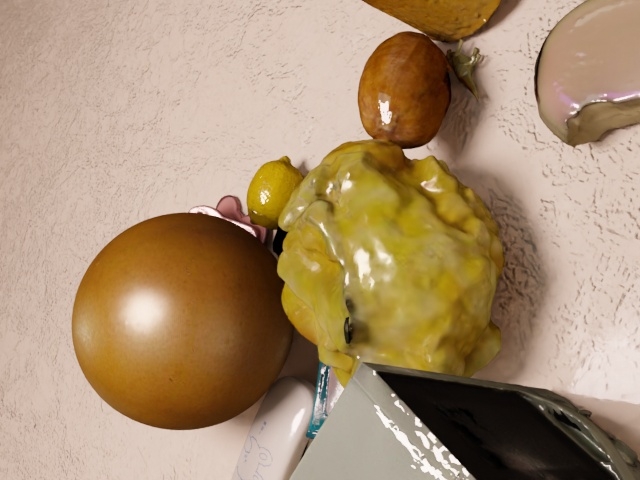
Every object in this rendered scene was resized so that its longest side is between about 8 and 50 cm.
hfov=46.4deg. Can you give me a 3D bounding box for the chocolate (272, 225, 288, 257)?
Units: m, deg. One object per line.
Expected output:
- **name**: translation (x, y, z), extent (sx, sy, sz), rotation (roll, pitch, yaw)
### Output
- **chocolate**: translation (0.000, 0.000, 0.985), extent (0.125, 0.080, 0.149), rotation (-41, 39, 42)

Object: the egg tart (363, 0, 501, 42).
- **egg tart**: translation (0.130, -0.357, 0.897), extent (0.215, 0.170, 0.215), rotation (-7, 81, 57)

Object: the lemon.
- **lemon**: translation (-0.063, -0.069, 1.073), extent (0.082, 0.082, 0.111), rotation (18, 85, 47)

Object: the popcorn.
- **popcorn**: translation (0.072, 0.034, 0.812), extent (0.252, 0.215, 0.286), rotation (-40, 56, 23)

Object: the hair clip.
- **hair clip**: translation (-0.134, -0.008, 1.166), extent (0.138, 0.102, 0.123), rotation (14, 90, 15)

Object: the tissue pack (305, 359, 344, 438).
- **tissue pack**: translation (0.033, 0.182, 0.924), extent (0.085, 0.028, 0.138), rotation (6, 78, 18)

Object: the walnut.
- **walnut**: translation (0.104, -0.185, 0.897), extent (0.115, 0.116, 0.207), rotation (-32, 26, 35)

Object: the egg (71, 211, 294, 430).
- **egg**: translation (-0.183, 0.108, 0.992), extent (0.351, 0.282, 0.283), rotation (-33, 54, 58)

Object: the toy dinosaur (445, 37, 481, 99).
- **toy dinosaur**: translation (0.179, -0.210, 0.905), extent (0.041, 0.026, 0.113), rotation (-56, 36, 27)

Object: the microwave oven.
- **microwave oven**: translation (0.129, 0.247, 0.620), extent (0.181, 0.295, 0.238), rotation (41, 108, 43)

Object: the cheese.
- **cheese**: translation (0.340, -0.164, 0.688), extent (0.286, 0.082, 0.163), rotation (8, 85, 46)

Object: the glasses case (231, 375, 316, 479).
- **glasses case**: translation (-0.062, 0.291, 0.976), extent (0.092, 0.059, 0.234), rotation (27, 98, 44)
